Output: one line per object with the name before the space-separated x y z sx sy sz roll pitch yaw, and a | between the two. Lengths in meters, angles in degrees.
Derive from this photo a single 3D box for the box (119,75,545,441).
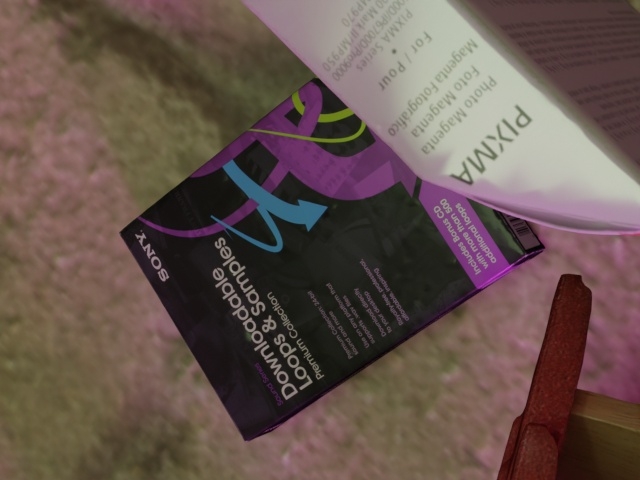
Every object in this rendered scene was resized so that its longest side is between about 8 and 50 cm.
box | 0.000 0.000 0.658 0.162 0.029 0.116 -37 80 26

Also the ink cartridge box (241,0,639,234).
ink cartridge box | 0.103 -0.028 0.516 0.066 0.189 0.232 -45 79 25

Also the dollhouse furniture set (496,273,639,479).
dollhouse furniture set | 0.130 0.214 0.557 0.201 0.152 0.374 16 131 7
